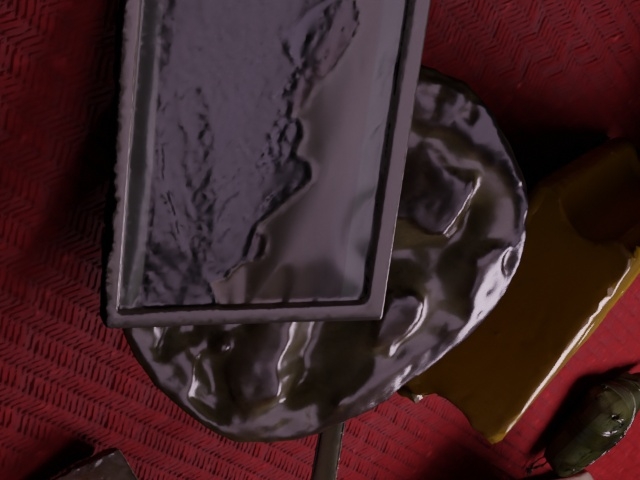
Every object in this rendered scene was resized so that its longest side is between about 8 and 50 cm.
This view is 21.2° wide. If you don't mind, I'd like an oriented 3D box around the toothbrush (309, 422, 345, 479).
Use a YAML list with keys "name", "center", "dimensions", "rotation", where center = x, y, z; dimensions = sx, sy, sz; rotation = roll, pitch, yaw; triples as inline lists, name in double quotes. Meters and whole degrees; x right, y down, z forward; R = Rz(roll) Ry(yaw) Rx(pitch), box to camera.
- name: "toothbrush"
  center: [-0.001, 0.208, 1.374]
  dimensions: [0.028, 0.026, 0.294]
  rotation: [126, -25, -79]

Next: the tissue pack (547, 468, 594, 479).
- name: "tissue pack"
  center: [0.196, 0.411, 1.801]
  dimensions: [0.390, 0.195, 0.375]
  rotation: [-55, 176, -4]

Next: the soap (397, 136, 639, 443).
- name: "soap"
  center: [0.191, 0.032, 1.385]
  dimensions: [0.204, 0.096, 0.324]
  rotation: [-55, 169, 21]

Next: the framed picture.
- name: "framed picture"
  center: [-0.035, -0.064, 1.052]
  dimensions: [0.192, 0.018, 0.265]
  rotation: [-2, 119, -18]

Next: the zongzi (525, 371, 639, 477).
- name: "zongzi"
  center: [0.300, 0.210, 1.874]
  dimensions: [0.130, 0.062, 0.154]
  rotation: [-21, 149, -54]

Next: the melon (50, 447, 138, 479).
- name: "melon"
  center: [-0.149, 0.249, 1.260]
  dimensions: [0.098, 0.182, 0.054]
  rotation: [-32, 179, -15]

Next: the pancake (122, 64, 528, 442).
- name: "pancake"
  center: [0.000, 0.000, 1.144]
  dimensions: [0.294, 0.049, 0.294]
  rotation: [-6, 116, -13]
